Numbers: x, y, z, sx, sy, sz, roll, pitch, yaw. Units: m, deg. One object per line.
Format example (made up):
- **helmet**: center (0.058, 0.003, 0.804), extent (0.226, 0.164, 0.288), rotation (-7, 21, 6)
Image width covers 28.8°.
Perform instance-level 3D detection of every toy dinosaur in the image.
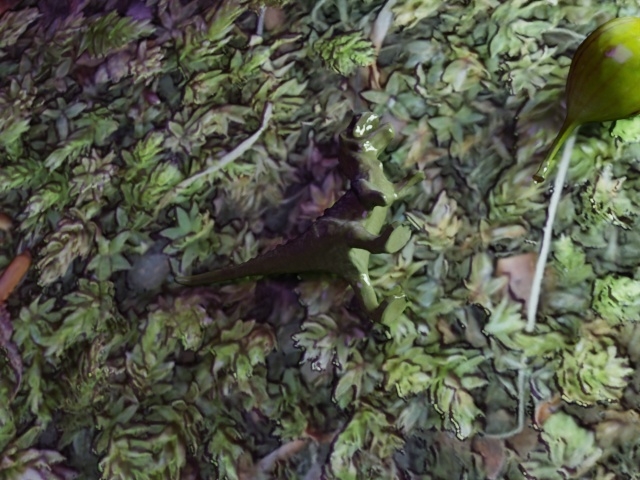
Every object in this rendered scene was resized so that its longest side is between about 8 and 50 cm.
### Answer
- **toy dinosaur**: center (0.003, 0.001, 1.166), extent (0.251, 0.072, 0.200), rotation (-53, 46, 6)

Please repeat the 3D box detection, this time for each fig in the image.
- **fig**: center (0.238, -0.132, 1.104), extent (0.166, 0.093, 0.093), rotation (-33, 57, 7)
